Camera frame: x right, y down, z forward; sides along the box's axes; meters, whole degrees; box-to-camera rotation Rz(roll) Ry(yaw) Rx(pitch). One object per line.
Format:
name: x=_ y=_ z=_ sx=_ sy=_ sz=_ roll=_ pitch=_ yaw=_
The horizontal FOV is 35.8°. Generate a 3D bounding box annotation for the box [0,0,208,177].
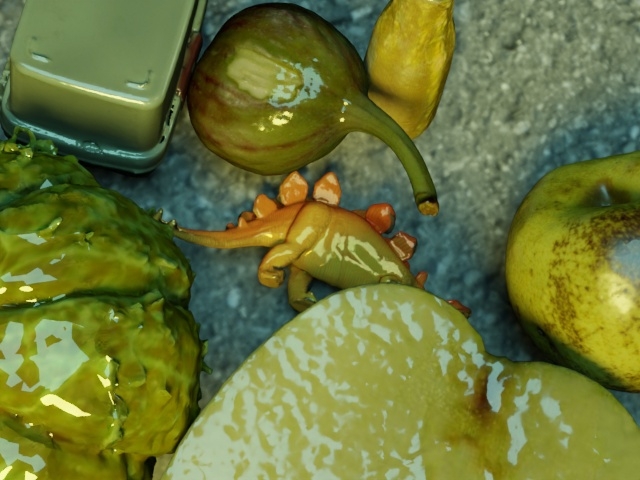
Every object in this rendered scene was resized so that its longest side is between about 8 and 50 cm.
box: x=-0.171 y=-0.169 z=0.803 sx=0.147 sy=0.129 sz=0.210 roll=15 pitch=65 yaw=-9

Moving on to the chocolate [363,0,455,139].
chocolate: x=0.076 y=-0.154 z=0.803 sx=0.085 sy=0.219 sz=0.086 roll=1 pitch=74 yaw=-4

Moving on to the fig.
fig: x=0.005 y=-0.099 z=0.787 sx=0.245 sy=0.149 sz=0.149 roll=30 pitch=71 yaw=32

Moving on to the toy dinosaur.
toy dinosaur: x=0.000 y=0.000 z=0.835 sx=0.288 sy=0.070 sz=0.117 roll=22 pitch=63 yaw=-6

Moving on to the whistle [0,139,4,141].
whistle: x=-0.283 y=-0.063 z=0.809 sx=0.326 sy=0.068 sz=0.057 roll=26 pitch=76 yaw=0

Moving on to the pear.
pear: x=0.249 y=0.031 z=0.801 sx=0.197 sy=0.197 sz=0.197 roll=2 pitch=76 yaw=-7

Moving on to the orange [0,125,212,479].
orange: x=-0.225 y=0.085 z=0.696 sx=0.301 sy=0.223 sz=0.300 roll=32 pitch=87 yaw=26

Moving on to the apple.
apple: x=0.069 y=0.232 z=0.676 sx=0.311 sy=0.320 sz=0.360 roll=4 pitch=61 yaw=36
